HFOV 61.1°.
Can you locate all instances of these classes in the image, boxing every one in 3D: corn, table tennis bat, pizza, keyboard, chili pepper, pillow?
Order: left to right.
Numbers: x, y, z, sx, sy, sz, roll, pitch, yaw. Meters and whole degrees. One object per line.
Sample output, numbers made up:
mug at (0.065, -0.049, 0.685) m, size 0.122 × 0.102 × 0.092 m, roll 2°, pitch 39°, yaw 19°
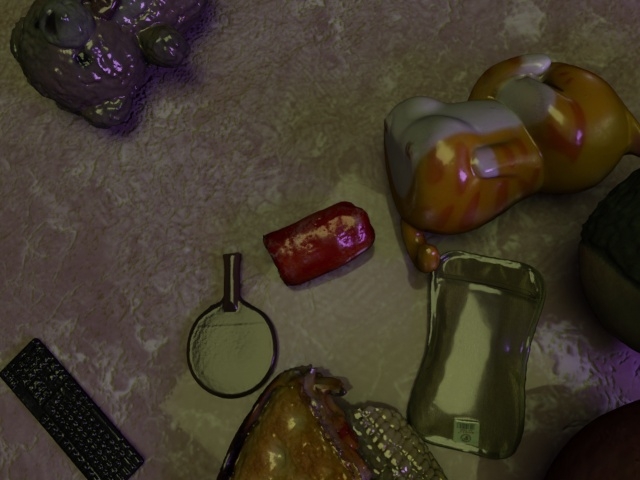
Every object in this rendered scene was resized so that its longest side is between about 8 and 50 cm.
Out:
keyboard at (-0.293, 0.205, 0.633) m, size 0.204 × 0.013 × 0.061 m, roll 42°, pitch 83°, yaw 13°
table tennis bat at (-0.109, 0.088, 0.591) m, size 0.107 × 0.119 × 0.170 m, roll -3°, pitch 78°, yaw 4°
chili pepper at (0.000, 0.000, 0.630) m, size 0.123 × 0.070 × 0.073 m, roll -26°, pitch 59°, yaw 1°
pizza at (0.010, 0.249, 0.520) m, size 0.287 × 0.074 × 0.251 m, roll -5°, pitch 83°, yaw 26°
corn at (0.098, 0.257, 0.553) m, size 0.087 × 0.087 × 0.211 m, roll -31°, pitch 70°, yaw -3°
pillow at (0.174, 0.122, 0.599) m, size 0.130 × 0.033 × 0.218 m, roll 10°, pitch 78°, yaw 6°

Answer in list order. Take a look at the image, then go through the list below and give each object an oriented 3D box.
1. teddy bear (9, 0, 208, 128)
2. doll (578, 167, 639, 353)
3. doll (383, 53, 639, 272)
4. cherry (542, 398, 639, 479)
teddy bear at (-0.264, -0.286, 0.683) m, size 0.236 × 0.151 × 0.267 m, roll 40°, pitch 78°, yaw 7°
doll at (0.416, -0.015, 0.480) m, size 0.349 × 0.247 × 0.247 m, roll -45°, pitch 76°, yaw 10°
doll at (0.195, -0.101, 0.590) m, size 0.269 × 0.162 × 0.167 m, roll -23°, pitch 39°, yaw 5°
cherry at (0.303, 0.248, 0.441) m, size 0.261 × 0.307 × 0.221 m, roll -14°, pitch 34°, yaw 6°
